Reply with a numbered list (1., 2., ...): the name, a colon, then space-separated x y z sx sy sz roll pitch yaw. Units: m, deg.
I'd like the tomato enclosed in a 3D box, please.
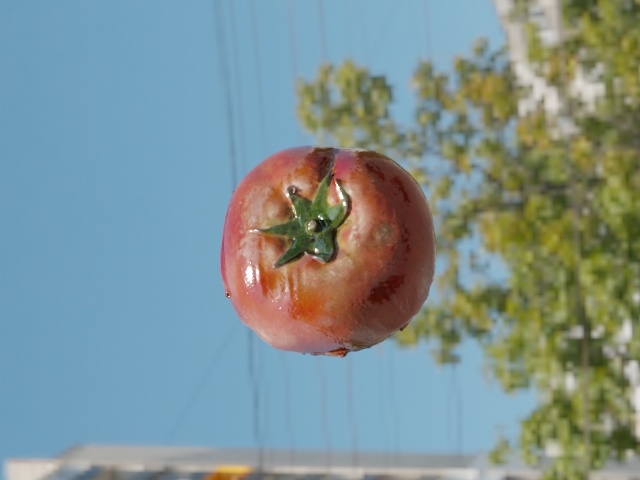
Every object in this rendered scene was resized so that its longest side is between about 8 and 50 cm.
1. tomato: 0.001 0.000 1.629 0.085 0.225 0.225 67 -155 -74
